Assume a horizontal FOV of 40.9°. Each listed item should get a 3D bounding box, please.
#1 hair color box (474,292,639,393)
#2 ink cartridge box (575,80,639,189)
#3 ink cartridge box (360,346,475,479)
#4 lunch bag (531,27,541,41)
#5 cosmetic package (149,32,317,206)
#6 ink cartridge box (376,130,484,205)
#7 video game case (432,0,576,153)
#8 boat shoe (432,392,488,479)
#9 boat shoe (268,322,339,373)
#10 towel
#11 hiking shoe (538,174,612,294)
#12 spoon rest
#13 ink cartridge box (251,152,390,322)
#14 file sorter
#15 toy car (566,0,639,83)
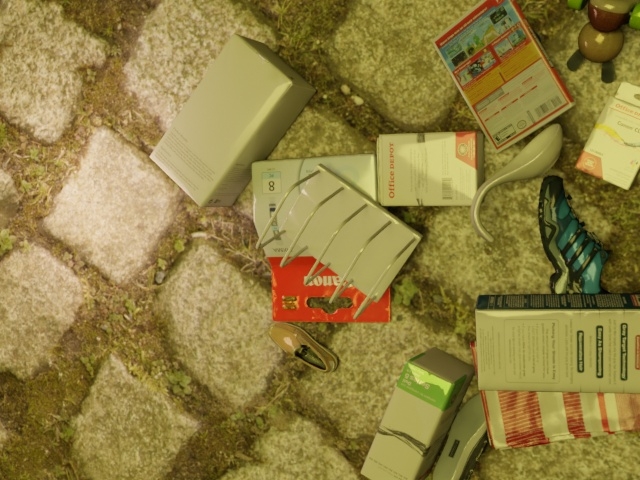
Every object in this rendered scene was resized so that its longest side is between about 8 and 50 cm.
[{"bbox_3d":[0.483,0.199,1.679,0.348,0.105,0.173,-1,104,15],"label":"hair color box"},{"bbox_3d":[0.605,-0.212,1.708,0.115,0.067,0.198,27,102,21],"label":"ink cartridge box"},{"bbox_3d":[0.211,0.384,1.832,0.115,0.198,0.272,26,101,21],"label":"ink cartridge box"},{"bbox_3d":[0.404,-0.423,1.788,0.098,0.065,0.067,52,128,15],"label":"lunch bag"},{"bbox_3d":[-0.206,-0.274,2.008,0.197,0.155,0.365,45,107,15],"label":"cosmetic package"},{"bbox_3d":[0.238,-0.154,1.853,0.218,0.092,0.158,1,97,22],"label":"ink cartridge box"},{"bbox_3d":[0.374,-0.350,1.777,0.204,0.025,0.285,-33,83,43],"label":"video game case"},{"bbox_3d":[0.325,0.442,1.851,0.080,0.076,0.228,12,72,53],"label":"boat shoe"},{"bbox_3d":[-0.048,0.249,2.006,0.190,0.072,0.068,25,102,21],"label":"boat shoe"},{"bbox_3d":[0.492,0.294,1.762,0.329,0.037,0.236,-11,87,12],"label":"towel"},{"bbox_3d":[0.520,0.009,1.743,0.132,0.113,0.303,-11,98,16],"label":"hiking shoe"},{"bbox_3d":[0.396,-0.130,1.750,0.084,0.137,0.276,36,92,-7],"label":"spoon rest"},{"bbox_3d":[0.000,0.000,1.967,0.308,0.091,0.384,-2,90,24],"label":"ink cartridge box"},{"bbox_3d":[0.034,0.008,1.830,0.278,0.173,0.192,36,119,8],"label":"file sorter"},{"bbox_3d":[0.567,-0.411,1.708,0.155,0.149,0.188,27,131,24],"label":"toy car"}]
